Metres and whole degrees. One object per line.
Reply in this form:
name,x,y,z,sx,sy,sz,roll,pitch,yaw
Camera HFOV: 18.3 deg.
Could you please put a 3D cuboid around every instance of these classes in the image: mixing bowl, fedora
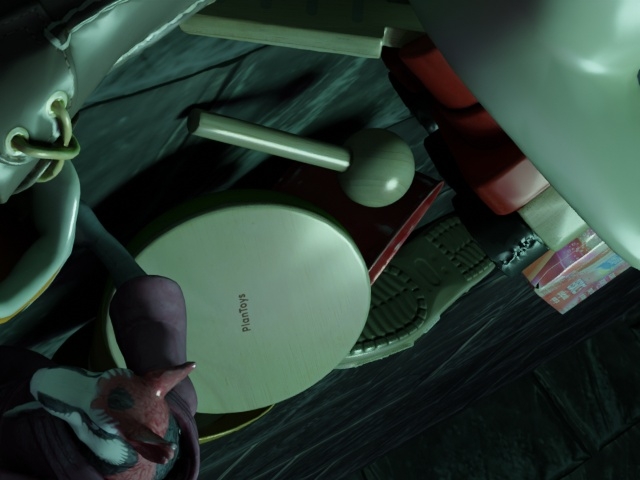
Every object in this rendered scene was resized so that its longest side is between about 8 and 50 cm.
mixing bowl,0.000,0.000,1.480,0.181,0.098,0.181,-53,176,-5
fedora,-0.115,0.074,1.461,0.194,0.194,0.079,-26,129,-35

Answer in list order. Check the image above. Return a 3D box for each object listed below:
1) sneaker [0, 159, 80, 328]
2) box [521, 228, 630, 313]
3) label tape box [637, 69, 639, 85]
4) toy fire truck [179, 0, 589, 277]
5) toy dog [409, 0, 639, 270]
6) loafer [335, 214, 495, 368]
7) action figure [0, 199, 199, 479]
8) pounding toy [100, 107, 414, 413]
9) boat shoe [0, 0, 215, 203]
sneaker,-0.249,0.039,0.958,0.321,0.126,0.127,-39,178,-37
box,0.233,-0.036,1.898,0.142,0.154,0.300,-36,167,6
label tape box,0.244,-0.177,1.483,0.347,0.115,0.249,-32,168,1
toy fire truck,0.047,-0.117,1.096,0.158,0.217,0.246,-37,126,12
toy dog,0.151,-0.263,0.627,0.408,0.284,0.395,-36,132,13
loafer,0.070,0.065,1.981,0.268,0.102,0.092,-26,160,-38
action figure,-0.170,0.140,1.184,0.248,0.276,0.370,-40,-163,-30
pounding toy,-0.056,-0.004,1.353,0.183,0.110,0.237,11,123,-24
boat shoe,-0.163,-0.054,0.852,0.324,0.097,0.116,-29,167,-12
